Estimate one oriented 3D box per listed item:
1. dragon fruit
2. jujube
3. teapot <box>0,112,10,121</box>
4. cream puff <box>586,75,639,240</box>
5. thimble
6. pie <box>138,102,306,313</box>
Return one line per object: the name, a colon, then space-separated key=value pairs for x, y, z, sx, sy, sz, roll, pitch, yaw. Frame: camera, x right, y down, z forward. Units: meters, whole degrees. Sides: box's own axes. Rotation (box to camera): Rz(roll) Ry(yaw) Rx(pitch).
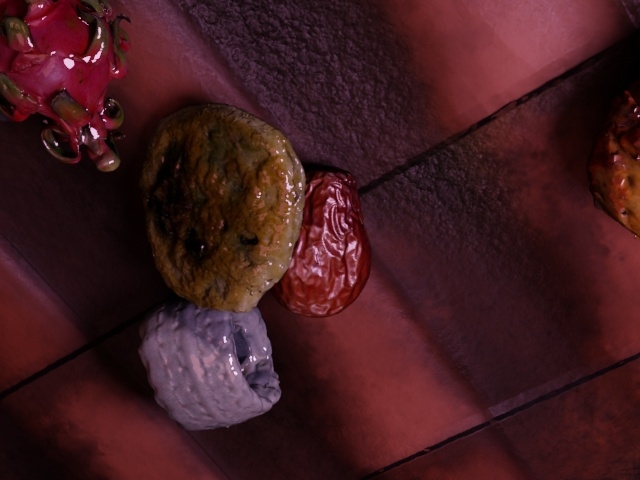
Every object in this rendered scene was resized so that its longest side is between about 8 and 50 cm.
dragon fruit: x=-0.367 y=-0.240 z=1.266 sx=0.198 sy=0.218 sz=0.272 roll=31 pitch=130 yaw=36
jujube: x=0.000 y=0.000 z=1.385 sx=0.168 sy=0.168 sz=0.236 roll=6 pitch=111 yaw=1
teapot: x=-0.455 y=-0.209 z=1.342 sx=0.064 sy=0.083 sz=0.049 roll=18 pitch=121 yaw=2
cream puff: x=0.530 y=-0.132 z=1.226 sx=0.351 sy=0.228 sz=0.350 roll=4 pitch=143 yaw=3
thimble: x=-0.175 y=0.195 z=1.474 sx=0.172 sy=0.204 sz=0.250 roll=-15 pitch=137 yaw=13
pie: x=-0.158 y=-0.052 z=1.340 sx=0.323 sy=0.071 sz=0.323 roll=8 pitch=105 yaw=32
